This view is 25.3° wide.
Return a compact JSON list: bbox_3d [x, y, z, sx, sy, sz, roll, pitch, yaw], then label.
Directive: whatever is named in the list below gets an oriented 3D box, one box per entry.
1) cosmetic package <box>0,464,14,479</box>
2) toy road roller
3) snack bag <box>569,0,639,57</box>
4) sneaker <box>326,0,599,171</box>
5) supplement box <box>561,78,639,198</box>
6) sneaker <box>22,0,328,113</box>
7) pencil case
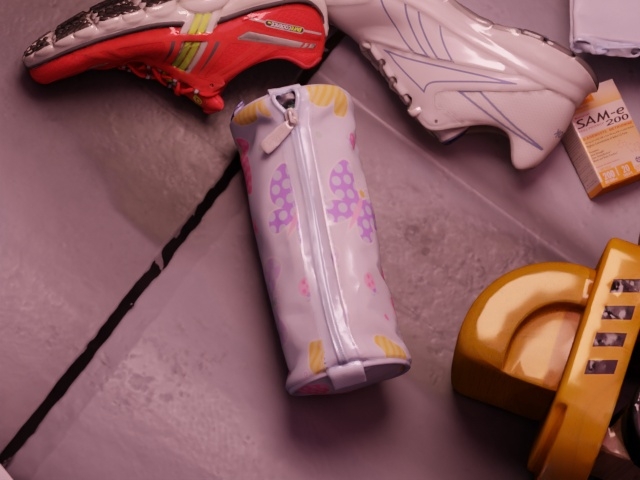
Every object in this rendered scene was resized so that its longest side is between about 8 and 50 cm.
[{"bbox_3d":[-0.336,0.184,1.082,0.151,0.183,0.151,-41,99,-18],"label":"cosmetic package"},{"bbox_3d":[0.254,0.065,1.243,0.240,0.202,0.330,19,71,7],"label":"toy road roller"},{"bbox_3d":[0.394,-0.305,1.437,0.323,0.037,0.343,6,63,-10],"label":"snack bag"},{"bbox_3d":[0.104,-0.166,1.329,0.297,0.111,0.129,27,95,8],"label":"sneaker"},{"bbox_3d":[0.270,-0.098,1.374,0.062,0.036,0.098,-21,78,-17],"label":"supplement box"},{"bbox_3d":[-0.127,-0.168,1.289,0.279,0.107,0.118,-12,109,-2],"label":"sneaker"},{"bbox_3d":[0.000,0.000,1.248,0.113,0.124,0.273,-9,76,-13],"label":"pencil case"}]
